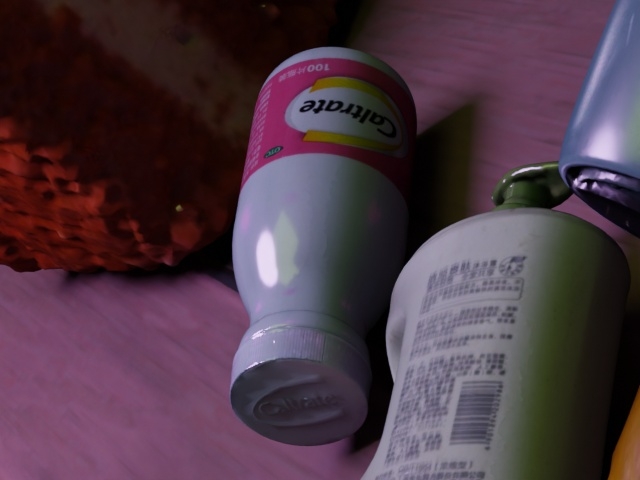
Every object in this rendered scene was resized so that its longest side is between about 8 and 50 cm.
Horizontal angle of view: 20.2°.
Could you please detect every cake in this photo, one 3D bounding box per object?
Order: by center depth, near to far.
[{"bbox_3d":[-0.159,-0.161,1.171,0.269,0.270,0.319,-6,53,56],"label":"cake"}]

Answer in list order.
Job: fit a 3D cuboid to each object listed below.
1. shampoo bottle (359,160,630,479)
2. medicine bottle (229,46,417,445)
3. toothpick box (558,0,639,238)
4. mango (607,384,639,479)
[{"bbox_3d":[0.069,0.065,0.737,0.118,0.087,0.234,-33,32,45],"label":"shampoo bottle"},{"bbox_3d":[0.000,0.000,0.922,0.090,0.090,0.217,-34,33,34],"label":"medicine bottle"},{"bbox_3d":[0.173,-0.081,0.712,0.184,0.120,0.120,-61,27,-8],"label":"toothpick box"},{"bbox_3d":[0.178,0.034,0.467,0.152,0.201,0.287,127,166,-67],"label":"mango"}]
